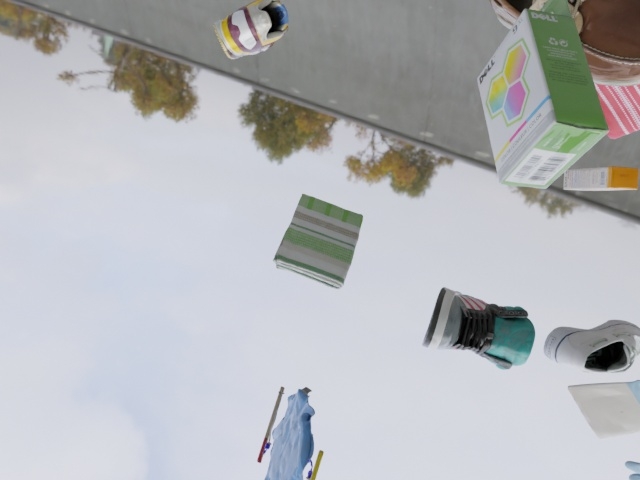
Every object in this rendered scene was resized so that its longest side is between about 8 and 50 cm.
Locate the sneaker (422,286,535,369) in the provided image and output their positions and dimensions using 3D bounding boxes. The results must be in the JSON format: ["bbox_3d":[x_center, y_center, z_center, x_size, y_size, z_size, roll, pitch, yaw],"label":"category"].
[{"bbox_3d":[0.293,0.167,1.074,0.178,0.123,0.295,19,-173,19],"label":"sneaker"}]

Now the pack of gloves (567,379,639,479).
[{"bbox_3d":[0.451,0.239,0.722,0.046,0.232,0.195,-26,-97,-32],"label":"pack of gloves"}]

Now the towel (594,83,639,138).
[{"bbox_3d":[0.653,-0.310,1.142,0.199,0.275,0.031,43,-131,-26],"label":"towel"}]

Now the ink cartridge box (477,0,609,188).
[{"bbox_3d":[0.228,-0.173,0.645,0.062,0.109,0.209,5,-118,-13],"label":"ink cartridge box"}]

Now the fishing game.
[{"bbox_3d":[-0.040,0.320,0.903,0.041,0.189,0.264,17,177,-16],"label":"fishing game"}]

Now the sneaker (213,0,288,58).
[{"bbox_3d":[-0.075,-0.297,0.818,0.084,0.069,0.185,-15,-155,21],"label":"sneaker"}]

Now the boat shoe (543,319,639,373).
[{"bbox_3d":[0.445,0.176,0.919,0.226,0.083,0.076,-1,-160,-30],"label":"boat shoe"}]

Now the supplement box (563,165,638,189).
[{"bbox_3d":[0.462,-0.101,0.982,0.062,0.036,0.098,1,-177,-21],"label":"supplement box"}]

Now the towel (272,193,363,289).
[{"bbox_3d":[0.000,0.000,0.929,0.113,0.023,0.152,21,-130,-1],"label":"towel"}]

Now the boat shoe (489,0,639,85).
[{"bbox_3d":[0.325,-0.304,0.781,0.116,0.123,0.324,23,-163,-43],"label":"boat shoe"}]
